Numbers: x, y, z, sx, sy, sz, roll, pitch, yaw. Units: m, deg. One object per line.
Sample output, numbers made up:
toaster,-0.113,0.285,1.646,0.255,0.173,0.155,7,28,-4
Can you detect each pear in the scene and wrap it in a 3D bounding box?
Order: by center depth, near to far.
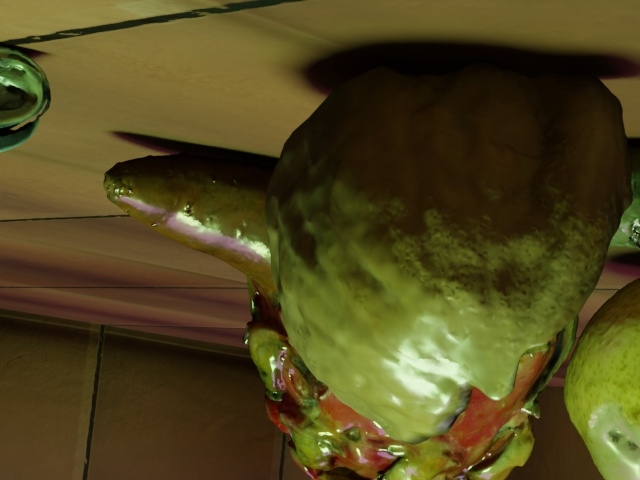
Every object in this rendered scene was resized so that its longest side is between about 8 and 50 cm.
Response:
pear,0.348,0.143,1.600,0.271,0.271,0.271,6,173,1

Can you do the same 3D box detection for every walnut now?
walnut,0.045,-0.005,0.960,0.141,0.204,0.238,32,157,-20

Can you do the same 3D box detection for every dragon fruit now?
dragon fruit,0.089,0.129,1.660,0.296,0.263,0.314,-2,169,45

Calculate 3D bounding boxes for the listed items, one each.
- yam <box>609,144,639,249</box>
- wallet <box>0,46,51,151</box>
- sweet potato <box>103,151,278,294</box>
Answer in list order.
yam,0.215,-0.025,1.107,0.146,0.069,0.070,3,172,31
wallet,-0.290,-0.079,1.093,0.176,0.075,0.250,3,176,-28
sweet potato,0.004,0.001,1.342,0.359,0.112,0.112,8,172,-17
